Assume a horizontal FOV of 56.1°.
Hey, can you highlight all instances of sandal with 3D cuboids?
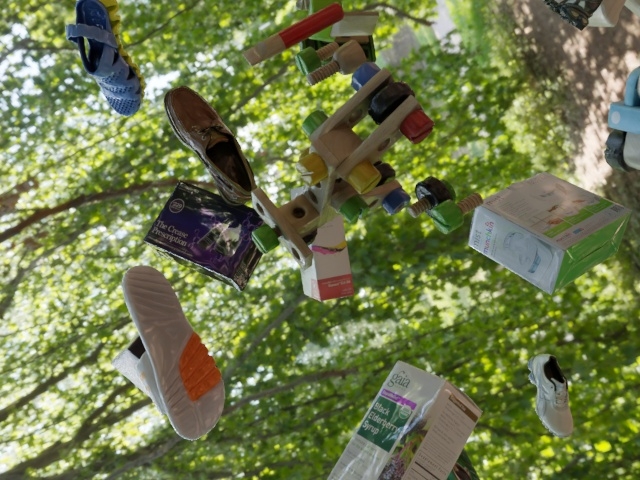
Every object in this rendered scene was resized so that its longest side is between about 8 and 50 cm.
[{"bbox_3d":[-0.525,-0.432,1.444,0.138,0.126,0.317,-75,-20,-44],"label":"sandal"},{"bbox_3d":[-0.229,0.165,0.890,0.102,0.076,0.265,-14,-104,-48],"label":"sandal"}]

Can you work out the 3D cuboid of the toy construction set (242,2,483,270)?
[{"bbox_3d":[-0.007,-0.110,0.769,0.308,0.237,0.257,61,168,-6],"label":"toy construction set"}]

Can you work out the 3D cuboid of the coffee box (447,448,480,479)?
[{"bbox_3d":[0.221,0.391,0.939,0.113,0.040,0.184,37,-161,-35],"label":"coffee box"}]

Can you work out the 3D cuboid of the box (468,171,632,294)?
[{"bbox_3d":[0.508,-0.031,1.343,0.231,0.262,0.126,35,136,40],"label":"box"}]

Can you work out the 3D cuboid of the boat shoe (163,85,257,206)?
[{"bbox_3d":[-0.234,-0.222,1.337,0.307,0.111,0.104,54,161,-6],"label":"boat shoe"}]

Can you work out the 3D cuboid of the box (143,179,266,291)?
[{"bbox_3d":[-0.269,-0.014,1.473,0.184,0.261,0.103,-62,-21,-19],"label":"box"}]

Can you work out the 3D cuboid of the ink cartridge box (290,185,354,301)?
[{"bbox_3d":[0.000,0.000,1.064,0.115,0.067,0.198,-172,73,-74],"label":"ink cartridge box"}]

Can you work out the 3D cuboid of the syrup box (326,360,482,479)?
[{"bbox_3d":[0.093,0.280,0.751,0.096,0.236,0.093,43,163,-31],"label":"syrup box"}]

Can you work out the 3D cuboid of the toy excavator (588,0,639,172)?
[{"bbox_3d":[0.699,-0.335,1.201,0.222,0.433,0.445,-128,32,-66],"label":"toy excavator"}]

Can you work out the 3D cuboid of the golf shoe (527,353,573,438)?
[{"bbox_3d":[0.489,0.323,1.256,0.086,0.069,0.176,102,155,-68],"label":"golf shoe"}]

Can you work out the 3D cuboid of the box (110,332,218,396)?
[{"bbox_3d":[-0.311,0.246,1.186,0.158,0.156,0.093,44,-126,-8],"label":"box"}]

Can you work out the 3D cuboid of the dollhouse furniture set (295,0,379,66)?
[{"bbox_3d":[0.033,-0.523,1.207,0.197,0.151,0.301,113,152,-70],"label":"dollhouse furniture set"}]

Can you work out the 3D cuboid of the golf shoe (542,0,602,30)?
[{"bbox_3d":[0.405,-0.429,0.993,0.198,0.094,0.077,8,-138,-43],"label":"golf shoe"}]
